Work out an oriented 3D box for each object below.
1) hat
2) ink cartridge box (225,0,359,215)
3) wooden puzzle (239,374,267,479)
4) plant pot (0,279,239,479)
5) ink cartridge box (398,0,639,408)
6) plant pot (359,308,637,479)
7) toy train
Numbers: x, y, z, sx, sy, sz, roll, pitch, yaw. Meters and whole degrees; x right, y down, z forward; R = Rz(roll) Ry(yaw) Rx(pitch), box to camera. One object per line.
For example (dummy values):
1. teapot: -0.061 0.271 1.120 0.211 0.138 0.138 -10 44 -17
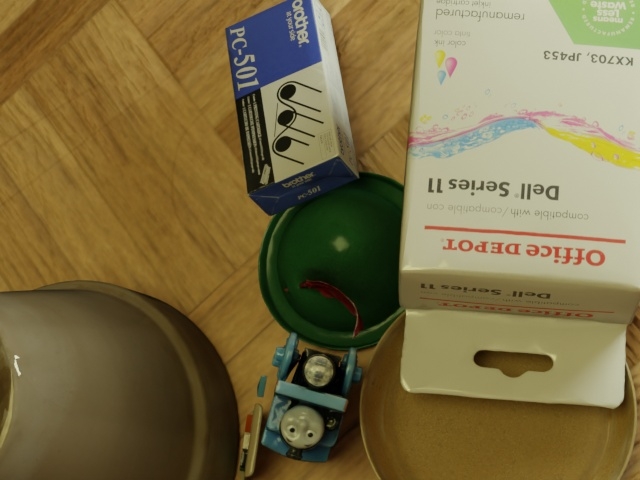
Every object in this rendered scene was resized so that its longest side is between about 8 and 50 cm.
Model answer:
1. hat: 0.000 0.000 1.717 0.208 0.183 0.173 13 82 27
2. ink cartridge box: -0.029 -0.132 1.816 0.097 0.046 0.207 -23 52 18
3. wooden puzzle: -0.066 0.186 1.765 0.014 0.078 0.116 10 72 -5
4. plant pot: -0.280 0.171 1.749 0.323 0.280 0.323 -7 73 24
5. ink cartridge box: 0.175 -0.047 1.638 0.207 0.119 0.354 4 72 4
6. plant pot: 0.152 0.149 1.657 0.236 0.032 0.236 -1 73 4
7. toy train: -0.010 0.142 1.691 0.080 0.184 0.105 14 83 -1
